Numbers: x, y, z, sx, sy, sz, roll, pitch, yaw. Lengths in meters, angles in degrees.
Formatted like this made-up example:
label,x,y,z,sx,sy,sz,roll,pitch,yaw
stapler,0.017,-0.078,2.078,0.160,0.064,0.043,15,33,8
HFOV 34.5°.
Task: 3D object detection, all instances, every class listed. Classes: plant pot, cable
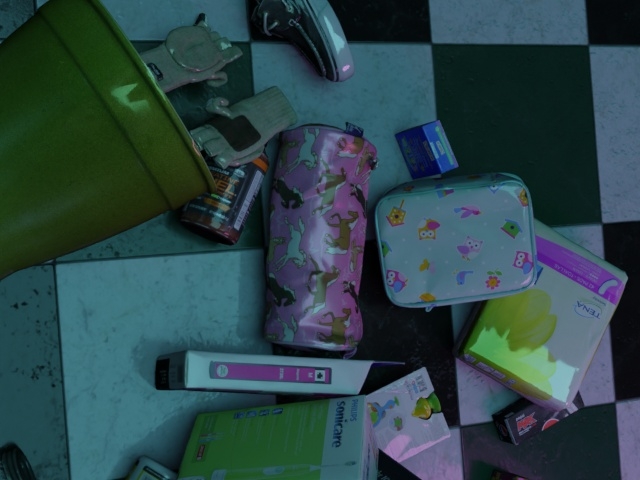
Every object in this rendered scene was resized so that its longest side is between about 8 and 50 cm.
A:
label,x,y,z,sx,sy,sz,roll,pitch,yaw
plant pot,-0.397,-0.128,1.476,0.353,0.366,0.366,-34,101,-9
cable,-0.423,0.457,1.541,0.072,0.139,0.287,-29,95,4

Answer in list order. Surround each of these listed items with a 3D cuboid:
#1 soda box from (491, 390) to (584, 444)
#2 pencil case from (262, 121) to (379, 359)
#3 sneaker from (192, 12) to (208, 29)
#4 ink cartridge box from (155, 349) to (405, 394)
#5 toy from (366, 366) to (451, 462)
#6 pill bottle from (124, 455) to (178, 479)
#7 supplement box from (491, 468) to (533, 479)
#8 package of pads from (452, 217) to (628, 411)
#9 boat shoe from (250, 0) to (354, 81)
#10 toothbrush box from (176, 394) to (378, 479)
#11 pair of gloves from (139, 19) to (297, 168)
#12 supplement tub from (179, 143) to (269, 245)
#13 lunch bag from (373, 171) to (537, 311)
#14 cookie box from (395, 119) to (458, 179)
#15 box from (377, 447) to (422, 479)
label,x,y,z,sx,sy,sz,roll,pitch,yaw
soda box,0.409,0.319,1.930,0.169,0.053,0.060,-25,97,-21
pencil case,0.000,0.000,1.718,0.160,0.167,0.386,13,82,-60
sneaker,-0.212,-0.341,1.706,0.035,0.031,0.083,21,80,-20
ink cartridge box,-0.066,0.218,1.667,0.371,0.176,0.069,4,80,-23
toy,0.099,0.328,1.797,0.237,0.056,0.137,-23,97,-15
pill bottle,-0.285,0.439,1.609,0.103,0.103,0.184,35,76,-18
supplement box,0.349,0.455,1.883,0.043,0.083,0.055,18,81,-21
package of pads,0.406,0.138,1.885,0.229,0.101,0.296,30,76,-3
boat shoe,-0.070,-0.397,1.736,0.119,0.121,0.335,-33,90,-12
toothbrush box,-0.062,0.357,1.576,0.283,0.206,0.122,-9,117,10
pair of gloves,-0.167,-0.230,1.632,0.240,0.042,0.204,49,50,-4
supplement tub,-0.150,-0.099,1.685,0.106,0.106,0.198,25,78,-20
lunch bag,0.230,0.004,1.782,0.279,0.108,0.224,-7,103,9
cookie box,0.187,-0.160,1.825,0.040,0.107,0.092,-26,98,-21
box,0.042,0.604,1.511,0.472,0.480,0.297,-31,117,-20
